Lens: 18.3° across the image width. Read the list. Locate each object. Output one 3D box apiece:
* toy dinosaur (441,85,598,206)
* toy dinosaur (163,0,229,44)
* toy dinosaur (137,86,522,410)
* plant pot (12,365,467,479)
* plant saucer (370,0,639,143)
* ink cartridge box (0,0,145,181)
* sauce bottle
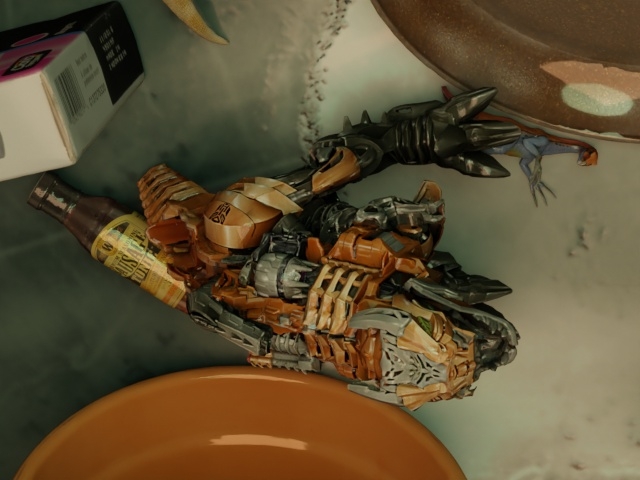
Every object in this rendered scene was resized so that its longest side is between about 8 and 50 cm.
[{"bbox_3d":[0.126,-0.061,1.219,0.082,0.047,0.090,-16,97,-6],"label":"toy dinosaur"},{"bbox_3d":[-0.119,-0.184,1.190,0.092,0.053,0.183,-26,104,-9],"label":"toy dinosaur"},{"bbox_3d":[0.000,0.000,1.147,0.322,0.218,0.164,45,137,33],"label":"toy dinosaur"},{"bbox_3d":[-0.049,0.248,1.245,0.291,0.291,0.203,6,127,6],"label":"plant pot"},{"bbox_3d":[0.173,-0.163,1.098,0.310,0.050,0.310,10,147,6],"label":"plant saucer"},{"bbox_3d":[-0.302,-0.055,1.208,0.371,0.176,0.069,-15,107,13],"label":"ink cartridge box"},{"bbox_3d":[-0.128,0.000,1.276,0.128,0.042,0.042,30,111,-4],"label":"sauce bottle"}]
